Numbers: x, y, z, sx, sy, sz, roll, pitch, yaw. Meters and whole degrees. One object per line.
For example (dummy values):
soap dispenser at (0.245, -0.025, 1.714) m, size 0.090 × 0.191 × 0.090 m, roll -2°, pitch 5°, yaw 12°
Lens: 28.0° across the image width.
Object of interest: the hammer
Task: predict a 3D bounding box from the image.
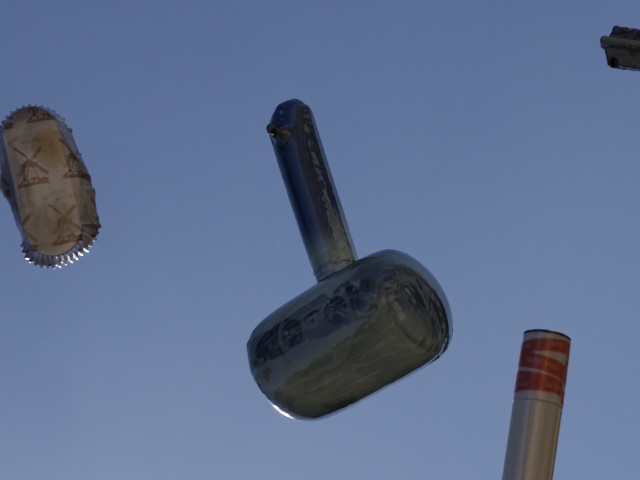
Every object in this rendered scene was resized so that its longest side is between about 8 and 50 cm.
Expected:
hammer at (0.000, 0.000, 0.733) m, size 0.069 × 0.116 × 0.194 m, roll 22°, pitch -136°, yaw -50°

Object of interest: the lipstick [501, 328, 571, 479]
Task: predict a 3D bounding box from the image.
lipstick at (0.160, 0.133, 0.958) m, size 0.038 × 0.038 × 0.130 m, roll 30°, pitch -117°, yaw -41°

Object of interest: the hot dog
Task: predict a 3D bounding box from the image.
hot dog at (-0.305, -0.064, 1.421) m, size 0.099 × 0.053 × 0.192 m, roll -18°, pitch -104°, yaw -11°

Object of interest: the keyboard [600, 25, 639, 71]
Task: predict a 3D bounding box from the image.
keyboard at (0.163, -0.058, 0.432) m, size 0.049 × 0.129 × 0.015 m, roll -20°, pitch -61°, yaw -59°
